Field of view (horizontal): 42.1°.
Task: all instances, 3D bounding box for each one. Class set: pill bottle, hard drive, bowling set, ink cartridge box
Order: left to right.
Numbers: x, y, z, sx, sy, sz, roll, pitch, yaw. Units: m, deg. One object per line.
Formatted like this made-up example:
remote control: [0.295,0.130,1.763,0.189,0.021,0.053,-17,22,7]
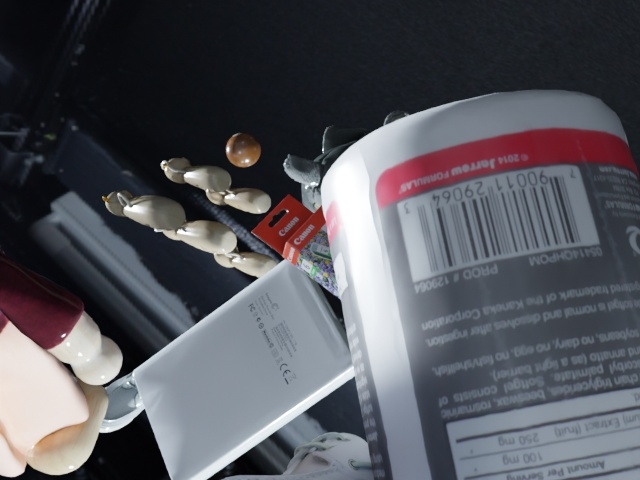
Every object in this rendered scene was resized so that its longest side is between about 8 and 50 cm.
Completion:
bowling set: [-0.170,-0.072,1.311,0.154,0.287,0.199,13,-105,41]
hard drive: [-0.111,0.183,1.179,0.308,0.040,0.203,-37,-124,9]
ink cartridge box: [0.000,0.000,0.772,0.115,0.063,0.029,36,-31,11]
pill bottle: [0.111,0.098,0.441,0.176,0.176,0.318,-19,-108,28]

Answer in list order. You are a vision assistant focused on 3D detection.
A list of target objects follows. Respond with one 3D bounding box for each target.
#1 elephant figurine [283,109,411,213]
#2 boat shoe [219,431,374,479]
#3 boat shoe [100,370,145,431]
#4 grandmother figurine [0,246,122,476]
elephant figurine: [0.074,-0.097,1.102,0.169,0.239,0.186,19,-35,12]
boat shoe: [0.006,0.156,0.510,0.083,0.226,0.075,-25,-123,28]
boat shoe: [-0.337,0.272,1.563,0.079,0.227,0.081,49,-42,7]
grandmother figurine: [-0.211,0.036,0.473,0.208,0.342,0.104,9,-123,10]
